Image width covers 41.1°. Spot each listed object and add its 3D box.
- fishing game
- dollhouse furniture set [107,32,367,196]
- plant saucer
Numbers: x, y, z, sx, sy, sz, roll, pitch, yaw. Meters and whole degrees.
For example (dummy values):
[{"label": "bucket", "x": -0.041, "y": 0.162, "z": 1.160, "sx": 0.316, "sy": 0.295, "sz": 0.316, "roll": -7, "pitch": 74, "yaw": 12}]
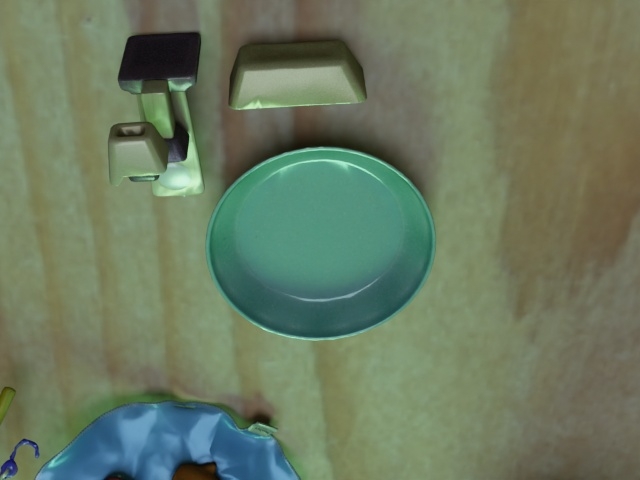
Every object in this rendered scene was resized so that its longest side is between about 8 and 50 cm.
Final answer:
[{"label": "fishing game", "x": -0.087, "y": 0.187, "z": 0.499, "sx": 0.264, "sy": 0.041, "sz": 0.189, "roll": 29, "pitch": 81, "yaw": -13}, {"label": "dollhouse furniture set", "x": -0.034, "y": -0.042, "z": 0.407, "sx": 0.114, "sy": 0.091, "sz": 0.081, "roll": -3, "pitch": 133, "yaw": -1}, {"label": "plant saucer", "x": 0.000, "y": 0.000, "z": 0.449, "sx": 0.119, "sy": 0.021, "sz": 0.119, "roll": -1, "pitch": 123, "yaw": -2}]
